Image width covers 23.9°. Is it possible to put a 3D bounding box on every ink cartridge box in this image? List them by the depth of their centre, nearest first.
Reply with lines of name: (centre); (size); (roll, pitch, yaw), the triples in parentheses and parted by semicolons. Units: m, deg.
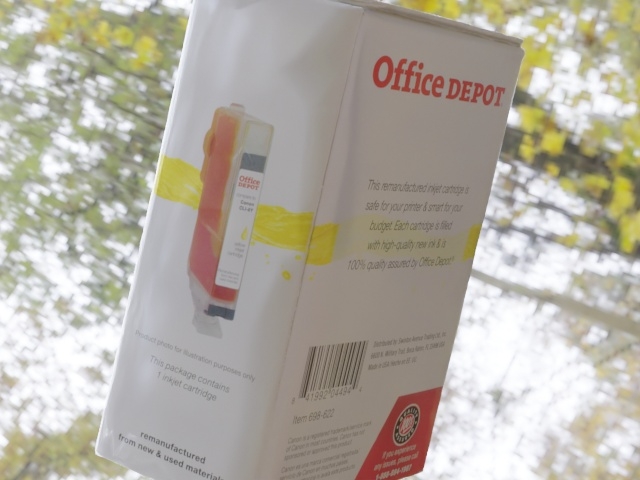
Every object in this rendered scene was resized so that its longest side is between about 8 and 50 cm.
ink cartridge box: (0.000, 0.000, 1.203); (0.279, 0.160, 0.385); (0, -75, -58)
